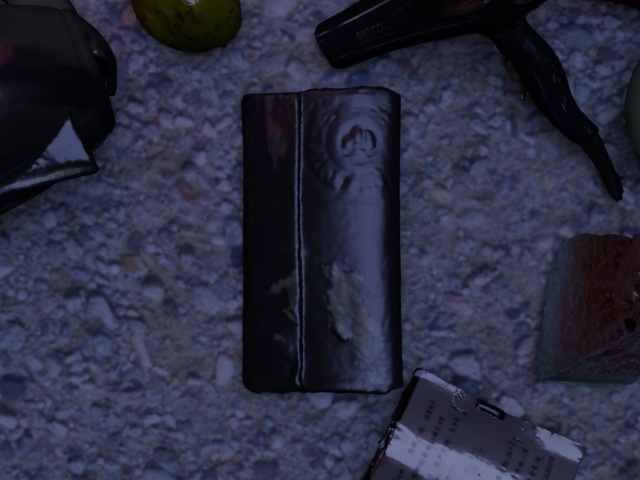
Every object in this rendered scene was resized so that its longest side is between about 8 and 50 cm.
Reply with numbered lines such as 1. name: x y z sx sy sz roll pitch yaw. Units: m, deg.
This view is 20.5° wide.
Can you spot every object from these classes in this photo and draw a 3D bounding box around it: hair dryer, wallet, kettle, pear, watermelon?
1. hair dryer: 0.192 -0.159 1.835 0.303 0.120 0.359 -26 113 31
2. wallet: 0.000 0.000 1.840 0.170 0.044 0.321 -1 85 8
3. kettle: -0.371 -0.155 1.790 0.324 0.228 0.321 -20 54 -9
4. pear: -0.142 -0.252 1.842 0.107 0.107 0.131 -37 99 -5
5. watermelon: 0.320 0.060 1.768 0.094 0.241 0.154 8 77 -25

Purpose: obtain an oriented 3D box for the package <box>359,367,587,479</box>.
1. package: 0.133 0.283 1.824 0.204 0.062 0.251 26 88 2

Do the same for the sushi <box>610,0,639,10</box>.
1. sushi: 0.323 -0.414 1.833 0.196 0.182 0.343 4 80 -9

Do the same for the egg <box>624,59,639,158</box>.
1. egg: 0.445 -0.143 1.794 0.269 0.220 0.220 -8 85 -1
